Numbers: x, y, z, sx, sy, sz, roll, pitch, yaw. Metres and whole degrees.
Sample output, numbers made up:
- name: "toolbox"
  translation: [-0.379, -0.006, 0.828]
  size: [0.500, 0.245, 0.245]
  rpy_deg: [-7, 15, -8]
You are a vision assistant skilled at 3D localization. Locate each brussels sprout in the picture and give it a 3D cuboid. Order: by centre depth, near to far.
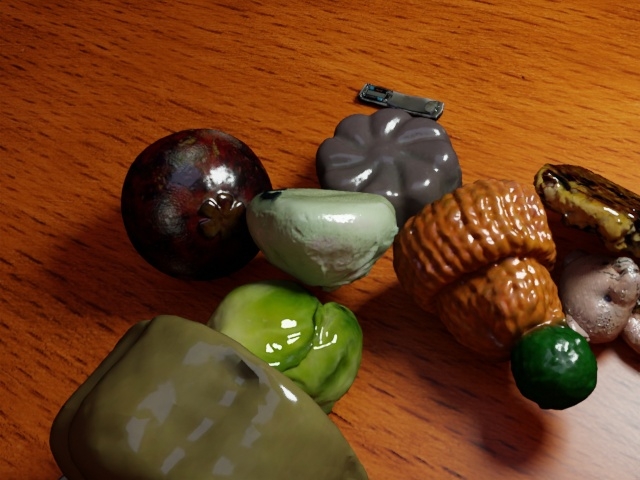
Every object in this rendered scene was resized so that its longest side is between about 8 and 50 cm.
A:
- name: "brussels sprout"
  translation: [-0.072, 0.192, 1.270]
  size: [0.294, 0.227, 0.259]
  rpy_deg: [-20, 41, -35]

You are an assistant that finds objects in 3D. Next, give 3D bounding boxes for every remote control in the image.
- name: "remote control"
  translation: [0.189, -0.328, 1.708]
  size: [0.212, 0.028, 0.059]
  rpy_deg: [19, 59, 23]

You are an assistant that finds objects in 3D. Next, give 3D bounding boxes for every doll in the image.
- name: "doll"
  translation: [0.570, 0.100, 1.250]
  size: [0.303, 0.156, 0.201]
  rpy_deg: [5, 55, 10]

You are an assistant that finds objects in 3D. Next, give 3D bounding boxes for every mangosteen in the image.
- name: "mangosteen"
  translation: [-0.258, -0.075, 1.469]
  size: [0.306, 0.306, 0.359]
  rpy_deg: [-40, 25, -17]

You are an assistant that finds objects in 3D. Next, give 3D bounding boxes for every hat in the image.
- name: "hat"
  translation: [0.318, 0.110, 1.248]
  size: [0.285, 0.285, 0.400]
  rpy_deg: [-22, 69, -5]

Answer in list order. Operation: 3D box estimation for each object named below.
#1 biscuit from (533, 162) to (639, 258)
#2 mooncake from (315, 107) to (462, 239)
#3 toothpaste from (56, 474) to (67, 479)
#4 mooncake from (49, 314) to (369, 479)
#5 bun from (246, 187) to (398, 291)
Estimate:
- name: "biscuit"
  translation: [0.528, -0.048, 1.314]
  size: [0.334, 0.081, 0.289]
  rpy_deg: [-2, 35, -46]
- name: "mooncake"
  translation: [0.142, -0.143, 1.510]
  size: [0.306, 0.154, 0.306]
  rpy_deg: [-7, 55, 9]
- name: "toothpaste"
  translation: [-0.370, 0.403, 1.252]
  size: [0.313, 0.089, 0.071]
  rpy_deg: [-41, 50, -17]
- name: "mooncake"
  translation: [-0.166, 0.334, 1.027]
  size: [0.467, 0.467, 0.262]
  rpy_deg: [26, 57, 27]
- name: "bun"
  translation: [0.000, 0.000, 1.307]
  size: [0.283, 0.179, 0.283]
  rpy_deg: [4, 10, -1]
